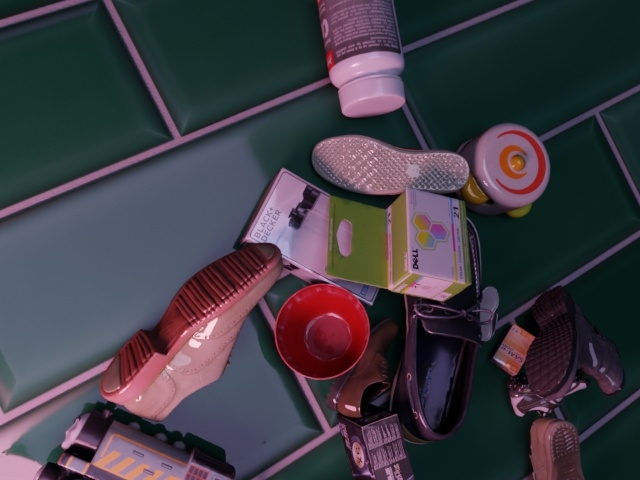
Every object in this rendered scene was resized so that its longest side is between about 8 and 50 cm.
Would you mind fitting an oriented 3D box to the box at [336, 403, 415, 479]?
[{"bbox_3d":[0.110,0.424,1.092,0.078,0.147,0.180,-14,88,-19],"label":"box"}]

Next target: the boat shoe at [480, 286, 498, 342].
[{"bbox_3d":[0.377,0.167,1.266,0.046,0.038,0.125,1,73,25],"label":"boat shoe"}]

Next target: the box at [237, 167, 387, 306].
[{"bbox_3d":[0.000,0.000,1.146,0.290,0.087,0.169,30,75,-11],"label":"box"}]

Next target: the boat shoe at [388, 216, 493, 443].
[{"bbox_3d":[0.259,0.174,1.169,0.187,0.156,0.499,16,77,-13],"label":"boat shoe"}]

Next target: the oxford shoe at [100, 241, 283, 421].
[{"bbox_3d":[-0.208,0.165,1.038,0.397,0.140,0.146,-41,124,-4],"label":"oxford shoe"}]

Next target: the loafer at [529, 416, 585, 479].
[{"bbox_3d":[0.517,0.507,1.239,0.102,0.092,0.268,-5,101,-10],"label":"loafer"}]

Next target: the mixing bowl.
[{"bbox_3d":[0.008,0.183,1.104,0.182,0.098,0.181,-2,72,7],"label":"mixing bowl"}]

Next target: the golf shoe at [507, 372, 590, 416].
[{"bbox_3d":[0.516,0.346,1.273,0.198,0.077,0.093,-4,95,-11],"label":"golf shoe"}]

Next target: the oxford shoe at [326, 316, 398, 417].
[{"bbox_3d":[0.110,0.257,1.127,0.227,0.096,0.082,-57,143,-26],"label":"oxford shoe"}]

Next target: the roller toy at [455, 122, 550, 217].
[{"bbox_3d":[0.402,-0.159,1.259,0.210,0.146,0.190,8,80,-15],"label":"roller toy"}]

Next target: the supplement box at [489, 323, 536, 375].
[{"bbox_3d":[0.434,0.245,1.263,0.062,0.036,0.098,33,73,14],"label":"supplement box"}]

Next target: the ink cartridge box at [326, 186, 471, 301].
[{"bbox_3d":[0.148,-0.003,1.076,0.256,0.097,0.188,12,61,-17],"label":"ink cartridge box"}]

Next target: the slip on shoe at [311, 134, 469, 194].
[{"bbox_3d":[0.146,-0.157,1.205,0.332,0.101,0.122,5,98,-1],"label":"slip on shoe"}]

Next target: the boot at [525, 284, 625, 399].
[{"bbox_3d":[0.563,0.259,1.200,0.223,0.118,0.338,44,40,-5],"label":"boot"}]

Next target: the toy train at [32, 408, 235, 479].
[{"bbox_3d":[-0.311,0.430,0.976,0.334,0.142,0.190,28,63,-10],"label":"toy train"}]

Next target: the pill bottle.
[{"bbox_3d":[0.088,-0.417,1.190,0.162,0.161,0.282,-7,85,-18],"label":"pill bottle"}]
